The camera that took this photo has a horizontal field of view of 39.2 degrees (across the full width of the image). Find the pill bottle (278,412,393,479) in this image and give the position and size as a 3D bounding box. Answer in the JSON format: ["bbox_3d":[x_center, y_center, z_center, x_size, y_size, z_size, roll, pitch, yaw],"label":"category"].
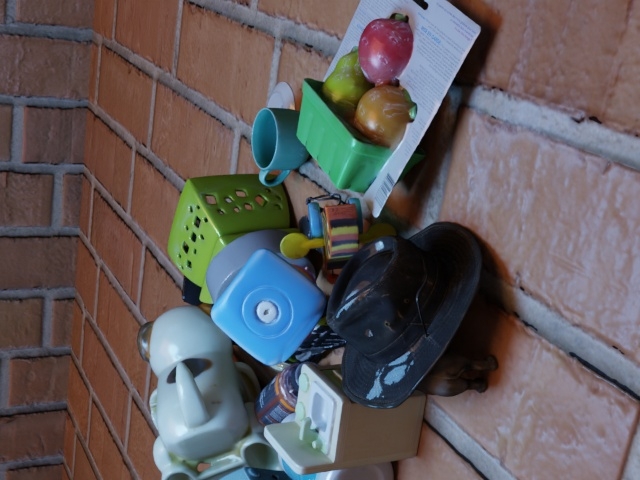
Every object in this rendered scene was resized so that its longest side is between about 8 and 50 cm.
[{"bbox_3d":[0.013,0.412,1.699,0.264,0.146,0.146,21,109,59],"label":"pill bottle"}]

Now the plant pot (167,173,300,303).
[{"bbox_3d":[-0.182,0.006,1.975,0.207,0.227,0.228,59,141,35],"label":"plant pot"}]

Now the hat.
[{"bbox_3d":[0.097,0.093,1.424,0.331,0.134,0.331,-41,32,33],"label":"hat"}]

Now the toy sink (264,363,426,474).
[{"bbox_3d":[0.039,0.296,1.554,0.153,0.234,0.131,33,120,58],"label":"toy sink"}]

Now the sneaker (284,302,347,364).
[{"bbox_3d":[-0.013,0.157,1.786,0.300,0.111,0.121,-33,54,52],"label":"sneaker"}]

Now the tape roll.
[{"bbox_3d":[-0.124,0.079,1.862,0.072,0.219,0.219,61,141,39],"label":"tape roll"}]

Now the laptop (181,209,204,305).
[{"bbox_3d":[-0.290,0.047,2.388,0.264,0.137,0.234,-97,15,-74],"label":"laptop"}]

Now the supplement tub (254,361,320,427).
[{"bbox_3d":[-0.058,0.321,1.870,0.198,0.106,0.106,-50,49,51],"label":"supplement tub"}]

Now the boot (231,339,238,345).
[{"bbox_3d":[-0.222,0.193,2.238,0.121,0.045,0.099,36,114,48],"label":"boot"}]

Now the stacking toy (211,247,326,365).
[{"bbox_3d":[-0.066,0.101,1.688,0.175,0.166,0.302,-52,-2,13],"label":"stacking toy"}]

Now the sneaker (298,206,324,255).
[{"bbox_3d":[-0.002,0.000,1.817,0.089,0.051,0.170,116,146,-40],"label":"sneaker"}]

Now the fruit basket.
[{"bbox_3d":[0.112,-0.265,1.530,0.353,0.165,0.327,-59,40,21],"label":"fruit basket"}]

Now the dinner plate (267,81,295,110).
[{"bbox_3d":[-0.094,-0.283,2.008,0.141,0.017,0.141,4,95,60],"label":"dinner plate"}]

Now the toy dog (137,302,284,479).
[{"bbox_3d":[-0.292,0.334,2.046,0.395,0.284,0.408,58,-172,-45],"label":"toy dog"}]

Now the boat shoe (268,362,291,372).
[{"bbox_3d":[-0.098,0.228,1.990,0.190,0.068,0.072,39,113,55],"label":"boat shoe"}]

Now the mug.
[{"bbox_3d":[-0.080,-0.205,1.899,0.158,0.097,0.129,-52,47,50],"label":"mug"}]

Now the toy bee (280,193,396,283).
[{"bbox_3d":[0.042,0.002,1.630,0.195,0.298,0.162,-5,97,17],"label":"toy bee"}]

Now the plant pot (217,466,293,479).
[{"bbox_3d":[-0.130,0.622,1.890,0.252,0.248,0.247,-63,36,16],"label":"plant pot"}]

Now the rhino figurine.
[{"bbox_3d":[0.167,0.207,1.448,0.243,0.106,0.073,-4,87,61],"label":"rhino figurine"}]
